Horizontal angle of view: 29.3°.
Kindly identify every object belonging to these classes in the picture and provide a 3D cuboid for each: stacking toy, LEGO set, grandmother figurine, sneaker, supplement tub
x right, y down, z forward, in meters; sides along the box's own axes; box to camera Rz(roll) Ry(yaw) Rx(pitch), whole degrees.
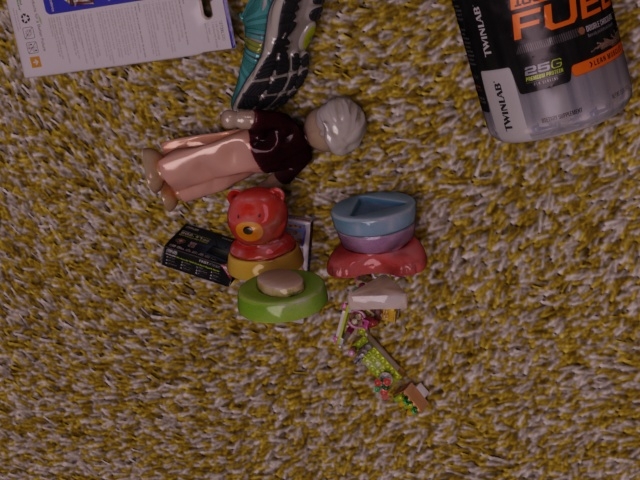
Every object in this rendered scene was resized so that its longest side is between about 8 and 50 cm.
[{"bbox_3d":[0.000,0.000,1.806,0.308,0.279,0.130,-6,111,3],"label":"stacking toy"},{"bbox_3d":[0.086,0.165,1.945,0.132,0.107,0.287,-3,108,17],"label":"LEGO set"},{"bbox_3d":[-0.096,-0.142,1.875,0.342,0.208,0.104,-15,67,10],"label":"grandmother figurine"},{"bbox_3d":[-0.073,-0.304,1.842,0.110,0.107,0.275,46,128,34],"label":"sneaker"},{"bbox_3d":[0.286,-0.319,1.657,0.207,0.207,0.338,-13,105,20],"label":"supplement tub"}]

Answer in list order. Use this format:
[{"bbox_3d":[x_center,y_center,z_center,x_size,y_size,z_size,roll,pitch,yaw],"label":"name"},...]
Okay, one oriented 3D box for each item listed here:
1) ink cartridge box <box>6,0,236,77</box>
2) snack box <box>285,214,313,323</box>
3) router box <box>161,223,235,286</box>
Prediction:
[{"bbox_3d":[-0.308,-0.362,1.894,0.370,0.069,0.176,-4,107,20],"label":"ink cartridge box"},{"bbox_3d":[-0.050,0.047,1.988,0.064,0.022,0.178,9,111,12],"label":"snack box"},{"bbox_3d":[-0.183,0.023,1.980,0.122,0.092,0.038,18,118,9],"label":"router box"}]
